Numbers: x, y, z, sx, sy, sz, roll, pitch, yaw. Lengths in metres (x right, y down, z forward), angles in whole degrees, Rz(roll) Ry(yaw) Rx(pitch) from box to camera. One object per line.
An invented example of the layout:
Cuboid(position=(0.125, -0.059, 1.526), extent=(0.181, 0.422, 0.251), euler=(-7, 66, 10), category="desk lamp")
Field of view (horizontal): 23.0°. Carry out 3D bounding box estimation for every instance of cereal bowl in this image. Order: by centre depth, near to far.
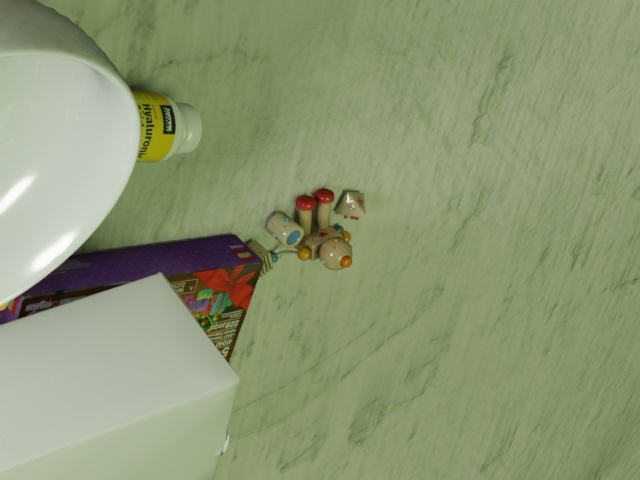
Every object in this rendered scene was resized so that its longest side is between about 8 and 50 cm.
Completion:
Cuboid(position=(-0.312, -0.068, 1.196), extent=(0.339, 0.141, 0.339), euler=(-29, 156, -14), category="cereal bowl")

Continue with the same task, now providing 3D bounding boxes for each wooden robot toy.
Cuboid(position=(0.000, 0.000, 1.676), extent=(0.173, 0.079, 0.076), euler=(-23, 138, -32), category="wooden robot toy")

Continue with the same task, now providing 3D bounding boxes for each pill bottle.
Cuboid(position=(-0.165, -0.102, 1.417), extent=(0.116, 0.065, 0.065), euler=(-3, 125, -46), category="pill bottle")

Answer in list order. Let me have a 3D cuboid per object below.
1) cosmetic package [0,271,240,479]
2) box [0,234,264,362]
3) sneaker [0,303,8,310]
Cuboid(position=(-0.271, 0.188, 1.389), extent=(0.366, 0.155, 0.197), euler=(-19, 144, -33), category="cosmetic package")
Cuboid(position=(-0.208, 0.104, 1.571), extent=(0.293, 0.057, 0.201), euler=(-8, 129, -42), category="box")
Cuboid(position=(-0.364, 0.062, 1.347), extent=(0.215, 0.083, 0.084), euler=(-32, 143, -20), category="sneaker")
